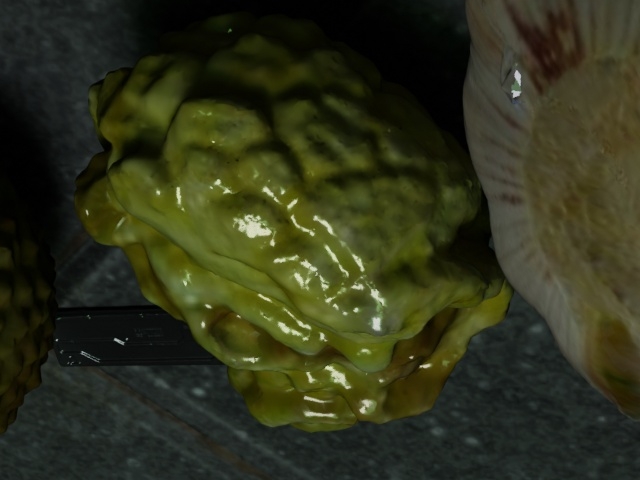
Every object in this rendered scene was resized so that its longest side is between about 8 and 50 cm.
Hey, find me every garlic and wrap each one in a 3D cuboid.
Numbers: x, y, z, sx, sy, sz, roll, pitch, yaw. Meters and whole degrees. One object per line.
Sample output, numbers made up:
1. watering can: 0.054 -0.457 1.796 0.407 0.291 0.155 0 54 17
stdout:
1. garlic: 0.205 -0.060 0.942 0.322 0.241 0.322 1 93 24

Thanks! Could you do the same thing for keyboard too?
1. keyboard: -0.117 0.066 1.299 0.155 0.010 0.053 -1 131 16

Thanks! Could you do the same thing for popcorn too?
1. popcorn: 0.000 0.000 1.066 0.225 0.174 0.286 12 144 48

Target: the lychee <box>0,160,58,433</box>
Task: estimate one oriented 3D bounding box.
1. lychee: -0.294 0.040 1.150 0.270 0.320 0.270 2 112 6
